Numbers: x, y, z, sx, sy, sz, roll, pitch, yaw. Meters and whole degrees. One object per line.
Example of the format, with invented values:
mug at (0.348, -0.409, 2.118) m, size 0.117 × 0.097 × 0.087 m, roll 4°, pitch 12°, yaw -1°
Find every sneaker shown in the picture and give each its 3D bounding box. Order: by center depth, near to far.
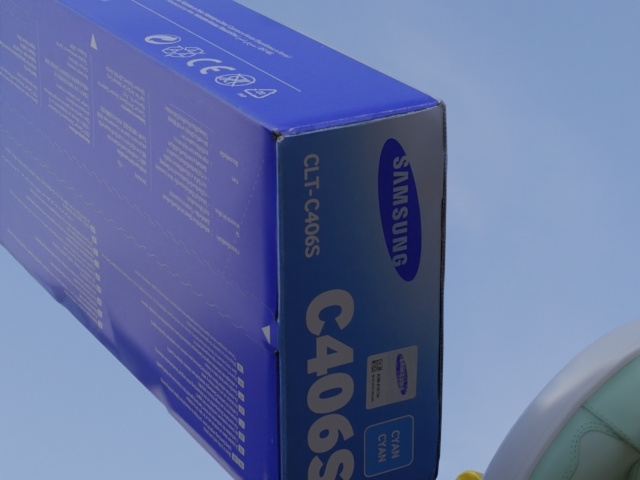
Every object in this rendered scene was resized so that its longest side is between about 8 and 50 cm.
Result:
sneaker at (0.195, 0.099, 0.753) m, size 0.256 × 0.151 × 0.094 m, roll -30°, pitch -40°, yaw -19°

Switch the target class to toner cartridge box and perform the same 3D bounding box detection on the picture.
toner cartridge box at (-0.067, -0.027, 0.783) m, size 0.075 × 0.348 × 0.165 m, roll -13°, pitch -64°, yaw -26°

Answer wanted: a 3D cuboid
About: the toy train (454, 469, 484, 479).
toy train at (0.148, 0.169, 1.072) m, size 0.166 × 0.046 × 0.125 m, roll -15°, pitch -31°, yaw -2°
